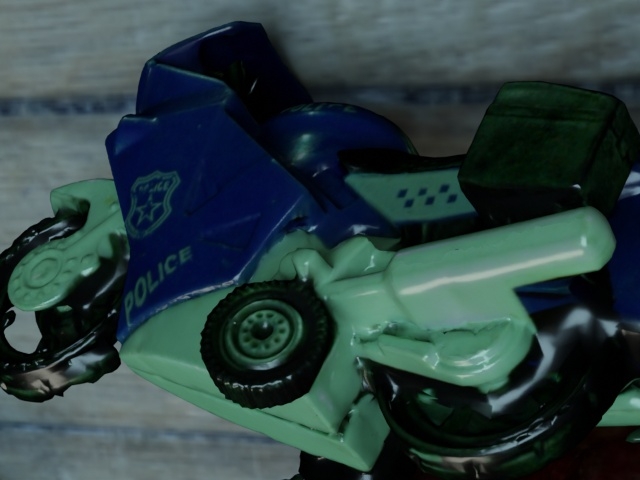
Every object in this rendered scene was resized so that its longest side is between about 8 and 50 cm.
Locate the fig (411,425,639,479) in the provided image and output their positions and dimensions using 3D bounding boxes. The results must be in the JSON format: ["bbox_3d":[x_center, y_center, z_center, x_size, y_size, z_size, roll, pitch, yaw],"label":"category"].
[{"bbox_3d":[0.139,0.217,0.715,0.217,0.217,0.321,-16,116,23],"label":"fig"}]

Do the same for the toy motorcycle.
[{"bbox_3d":[0.000,0.000,0.682,0.331,0.196,0.125,6,148,37],"label":"toy motorcycle"}]
